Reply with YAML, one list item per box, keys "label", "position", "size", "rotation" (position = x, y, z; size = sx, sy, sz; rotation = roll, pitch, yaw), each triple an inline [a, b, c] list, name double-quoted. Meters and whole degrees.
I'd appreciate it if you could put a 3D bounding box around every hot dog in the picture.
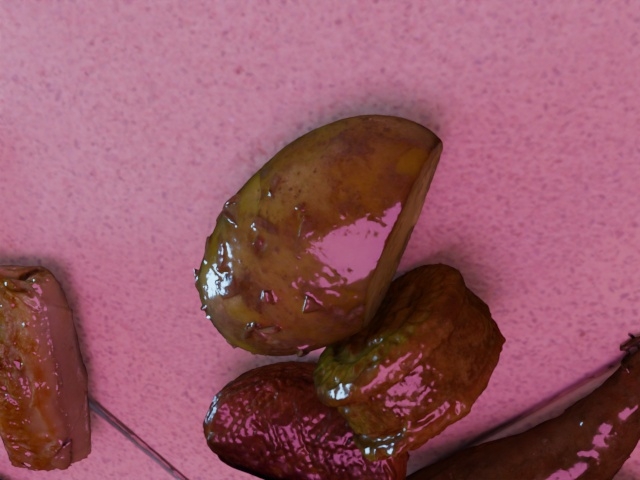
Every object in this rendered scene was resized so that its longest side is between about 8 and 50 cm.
- label: "hot dog"
  position: [-0.014, 0.214, 1.113]
  size: [0.226, 0.099, 0.161]
  rotation: [15, 124, 5]

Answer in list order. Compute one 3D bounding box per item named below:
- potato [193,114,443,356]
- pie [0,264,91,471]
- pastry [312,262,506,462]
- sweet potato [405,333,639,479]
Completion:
- label: "potato"
  position: [0.000, 0.000, 0.947]
  size: [0.176, 0.141, 0.298]
  rotation: [44, 122, -3]
- label: "pie"
  position: [-0.332, 0.140, 1.159]
  size: [0.128, 0.068, 0.283]
  rotation: [2, 121, 10]
- label: "pastry"
  position: [0.082, 0.113, 0.981]
  size: [0.188, 0.189, 0.103]
  rotation: [-34, 107, 29]
- label: "sweet potato"
  position: [0.203, 0.258, 1.084]
  size: [0.422, 0.130, 0.130]
  rotation: [-38, 107, 22]
